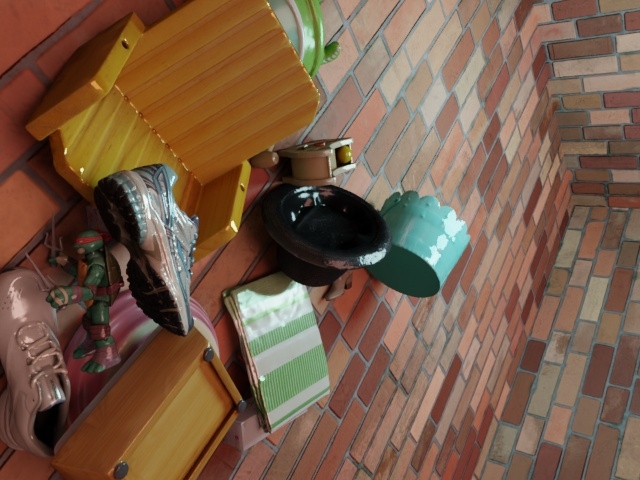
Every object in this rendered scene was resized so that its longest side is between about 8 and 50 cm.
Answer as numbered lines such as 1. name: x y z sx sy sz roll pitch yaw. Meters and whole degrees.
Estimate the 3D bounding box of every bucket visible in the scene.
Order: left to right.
1. bucket: 0.258 0.018 1.547 0.183 0.281 0.281 -56 134 -28

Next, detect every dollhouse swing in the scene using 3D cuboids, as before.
1. dollhouse swing: -0.186 -0.189 0.897 0.346 0.305 0.315 55 27 -40

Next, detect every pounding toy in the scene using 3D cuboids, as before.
1. pounding toy: -0.016 -0.211 1.258 0.270 0.154 0.154 -26 115 -47

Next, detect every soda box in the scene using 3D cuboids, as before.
1. soda box: -0.126 0.397 1.270 0.216 0.074 0.069 -16 107 -49

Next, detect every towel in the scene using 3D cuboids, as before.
1. towel: -0.089 0.239 1.265 0.248 0.038 0.324 -18 92 -50

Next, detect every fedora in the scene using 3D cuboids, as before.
1. fedora: 0.000 0.000 1.279 0.334 0.334 0.152 -21 145 -48

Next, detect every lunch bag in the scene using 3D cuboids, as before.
1. lunch bag: -0.343 -0.042 0.941 0.083 0.071 0.053 -19 112 -49

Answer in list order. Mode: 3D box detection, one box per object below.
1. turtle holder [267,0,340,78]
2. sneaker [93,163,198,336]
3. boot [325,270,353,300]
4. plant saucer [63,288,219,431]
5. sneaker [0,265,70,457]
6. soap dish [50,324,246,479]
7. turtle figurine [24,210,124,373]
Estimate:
1. turtle holder: -0.125 -0.383 1.070 0.227 0.243 0.320 -32 157 -28
2. sneaker: -0.227 0.017 0.837 0.122 0.110 0.282 -37 128 -42
3. boot: 0.045 0.100 1.474 0.118 0.042 0.086 -29 111 -47
4. plant saucer: -0.308 0.251 1.017 0.332 0.084 0.332 -9 101 -50
5. sneaker: -0.424 0.184 0.827 0.111 0.129 0.297 -17 107 -48
6. soap dish: -0.256 0.299 0.898 0.291 0.118 0.228 -55 142 -37
7. turtle figurine: -0.358 0.072 0.834 0.118 0.175 0.234 -9 103 -15
